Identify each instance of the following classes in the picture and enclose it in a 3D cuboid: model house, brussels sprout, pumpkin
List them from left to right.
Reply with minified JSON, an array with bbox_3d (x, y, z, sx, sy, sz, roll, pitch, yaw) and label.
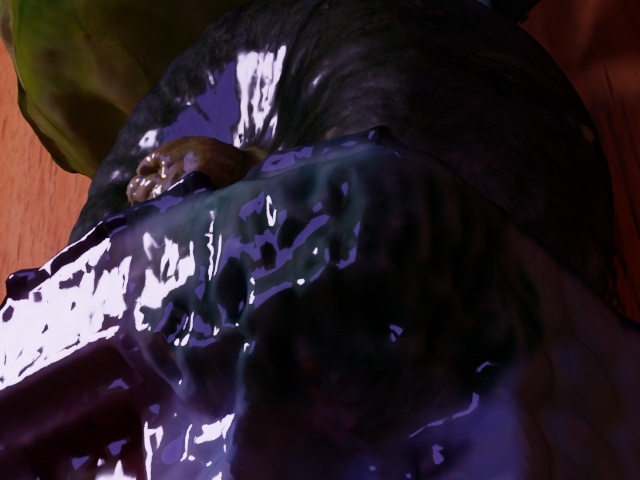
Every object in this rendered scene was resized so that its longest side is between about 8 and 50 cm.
[{"bbox_3d":[-0.085,-0.154,1.144,0.294,0.227,0.259,100,177,-64],"label":"brussels sprout"},{"bbox_3d":[-0.022,0.215,0.673,0.360,0.297,0.339,-30,41,27],"label":"model house"},{"bbox_3d":[0.000,0.000,0.924,0.300,0.207,0.300,-33,36,27],"label":"pumpkin"}]

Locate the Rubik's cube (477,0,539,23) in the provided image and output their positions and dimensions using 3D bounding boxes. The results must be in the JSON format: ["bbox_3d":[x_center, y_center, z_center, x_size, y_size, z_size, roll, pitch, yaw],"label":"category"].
[{"bbox_3d":[0.108,-0.244,0.968,0.213,0.224,0.265,-46,-6,2],"label":"Rubik's cube"}]
